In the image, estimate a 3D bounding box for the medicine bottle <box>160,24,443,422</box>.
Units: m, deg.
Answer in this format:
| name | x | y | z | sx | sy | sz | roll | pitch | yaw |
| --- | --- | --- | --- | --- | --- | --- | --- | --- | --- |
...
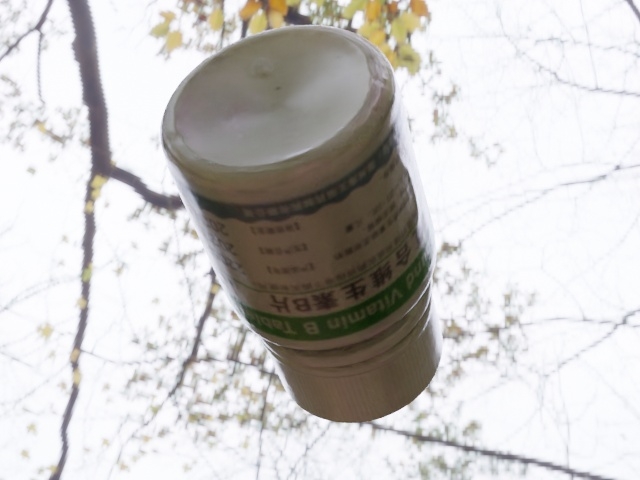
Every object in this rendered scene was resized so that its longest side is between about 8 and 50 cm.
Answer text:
| name | x | y | z | sx | sy | sz | roll | pitch | yaw |
| --- | --- | --- | --- | --- | --- | --- | --- | --- | --- |
| medicine bottle | 0.000 | 0.000 | 0.721 | 0.139 | 0.139 | 0.237 | -5 | -44 | 12 |
